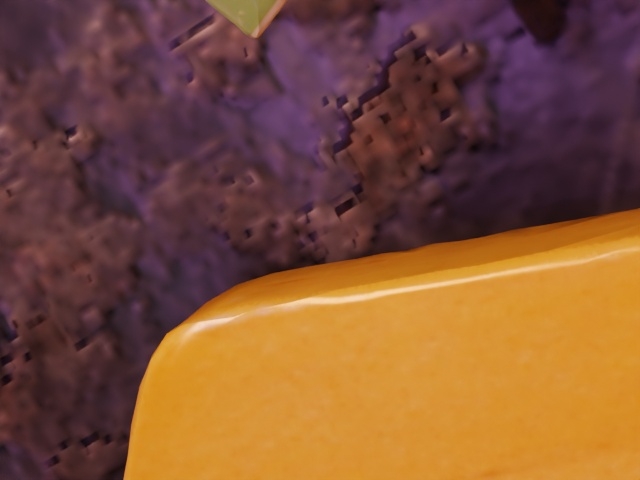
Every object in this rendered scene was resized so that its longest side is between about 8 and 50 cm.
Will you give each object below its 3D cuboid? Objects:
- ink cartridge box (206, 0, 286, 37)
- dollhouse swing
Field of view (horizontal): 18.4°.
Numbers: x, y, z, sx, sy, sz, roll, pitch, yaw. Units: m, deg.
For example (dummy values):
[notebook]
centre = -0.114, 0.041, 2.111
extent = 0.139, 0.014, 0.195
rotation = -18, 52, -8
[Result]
[ink cartridge box]
centre = 0.018, -0.151, 0.352
extent = 0.109, 0.062, 0.209
rotation = 40, 109, 3
[dollhouse swing]
centre = 0.000, 0.000, 0.216
extent = 0.315, 0.347, 0.305
rotation = -9, 102, 20
